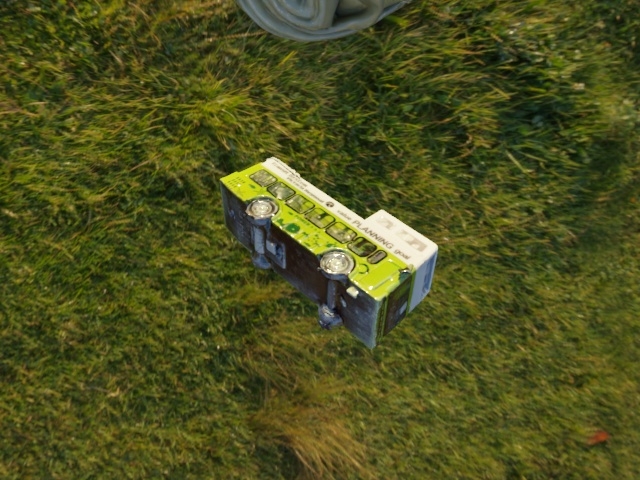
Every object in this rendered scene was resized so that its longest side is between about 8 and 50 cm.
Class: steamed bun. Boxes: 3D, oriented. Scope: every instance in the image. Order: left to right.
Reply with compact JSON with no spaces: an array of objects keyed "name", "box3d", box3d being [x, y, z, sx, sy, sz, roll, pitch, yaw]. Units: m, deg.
[{"name":"steamed bun","box3d":[0.018,-0.409,0.841,0.324,0.219,0.309,-8,147,-3]}]

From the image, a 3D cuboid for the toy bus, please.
[{"name":"toy bus","box3d":[0.000,0.000,0.792,0.139,0.302,0.113,-32,142,-32]}]
